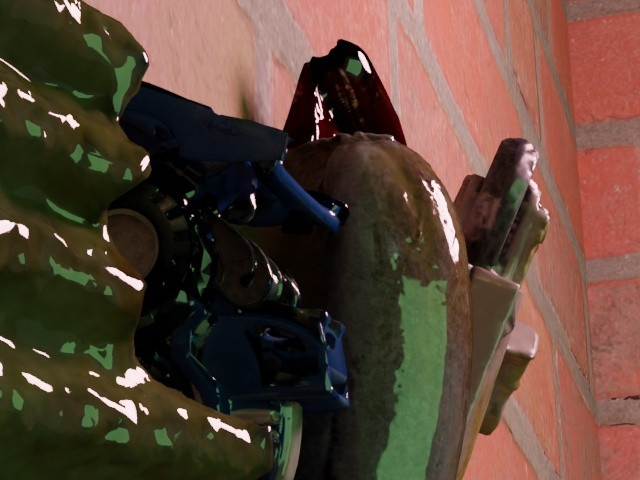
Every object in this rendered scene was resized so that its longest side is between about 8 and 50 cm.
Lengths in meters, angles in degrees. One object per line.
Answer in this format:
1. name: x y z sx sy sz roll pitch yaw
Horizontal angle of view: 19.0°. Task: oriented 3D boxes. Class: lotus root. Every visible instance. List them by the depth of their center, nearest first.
1. lotus root: -0.006 0.103 0.938 0.140 0.158 0.322 52 41 -68

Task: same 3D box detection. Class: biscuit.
1. biscuit: -0.001 -0.005 1.195 0.151 0.063 0.235 68 28 -45

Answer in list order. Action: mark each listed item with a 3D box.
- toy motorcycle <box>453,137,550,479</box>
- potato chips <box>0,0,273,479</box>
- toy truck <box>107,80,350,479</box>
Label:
1. toy motorcycle: 0.059 0.105 1.168 0.223 0.107 0.341 99 14 -68
2. potato chips: -0.126 0.060 0.559 0.389 0.097 0.373 -32 115 -70
3. toy truck: -0.053 0.023 0.839 0.113 0.126 0.208 42 42 -70
